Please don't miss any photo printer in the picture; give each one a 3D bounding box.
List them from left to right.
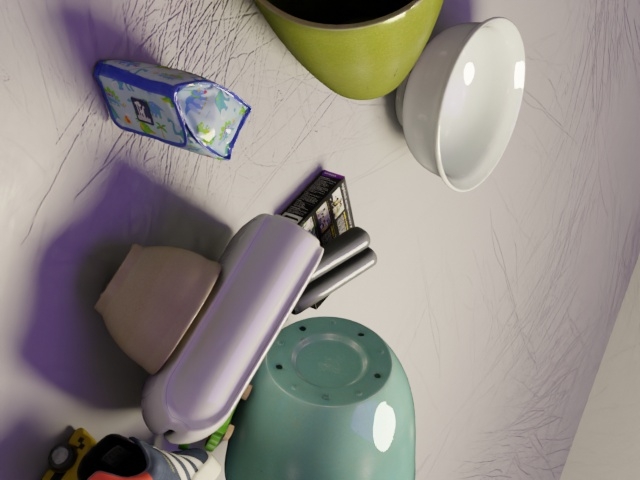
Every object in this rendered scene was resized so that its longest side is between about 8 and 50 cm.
[{"bbox_3d":[-0.127,0.123,1.519,0.307,0.107,0.256,-59,-172,-13],"label":"photo printer"}]

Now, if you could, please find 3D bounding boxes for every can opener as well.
[{"bbox_3d":[-0.030,0.080,1.734,0.280,0.093,0.074,-34,126,-20],"label":"can opener"}]

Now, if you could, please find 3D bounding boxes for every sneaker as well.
[{"bbox_3d":[-0.225,0.300,1.479,0.131,0.148,0.350,-47,-178,0],"label":"sneaker"}]

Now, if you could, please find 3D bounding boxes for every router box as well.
[{"bbox_3d":[0.000,0.000,1.826,0.133,0.046,0.179,-47,141,-34],"label":"router box"}]

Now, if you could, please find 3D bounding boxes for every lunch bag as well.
[{"bbox_3d":[-0.178,-0.162,1.378,0.151,0.128,0.096,34,77,-59],"label":"lunch bag"}]

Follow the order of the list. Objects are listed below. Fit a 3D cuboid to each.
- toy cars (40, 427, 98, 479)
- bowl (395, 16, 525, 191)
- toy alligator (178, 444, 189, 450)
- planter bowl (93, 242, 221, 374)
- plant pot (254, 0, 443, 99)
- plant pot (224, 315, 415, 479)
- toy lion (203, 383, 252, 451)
[{"bbox_3d":[-0.377,0.364,1.393,0.393,0.087,0.176,-21,123,-52],"label":"toy cars"},{"bbox_3d":[0.218,-0.239,1.954,0.298,0.134,0.298,-34,133,-46],"label":"bowl"},{"bbox_3d":[-0.175,0.205,1.667,0.051,0.056,0.190,178,-74,-76],"label":"toy alligator"},{"bbox_3d":[-0.210,0.070,1.441,0.162,0.109,0.162,-55,-171,13],"label":"planter bowl"},{"bbox_3d":[0.046,-0.316,1.557,0.275,0.274,0.293,-60,163,-18],"label":"plant pot"},{"bbox_3d":[0.007,0.255,1.707,0.293,0.293,0.235,-39,146,-41],"label":"plant pot"},{"bbox_3d":[-0.135,0.247,1.635,0.100,0.034,0.096,-65,-176,-19],"label":"toy lion"}]
